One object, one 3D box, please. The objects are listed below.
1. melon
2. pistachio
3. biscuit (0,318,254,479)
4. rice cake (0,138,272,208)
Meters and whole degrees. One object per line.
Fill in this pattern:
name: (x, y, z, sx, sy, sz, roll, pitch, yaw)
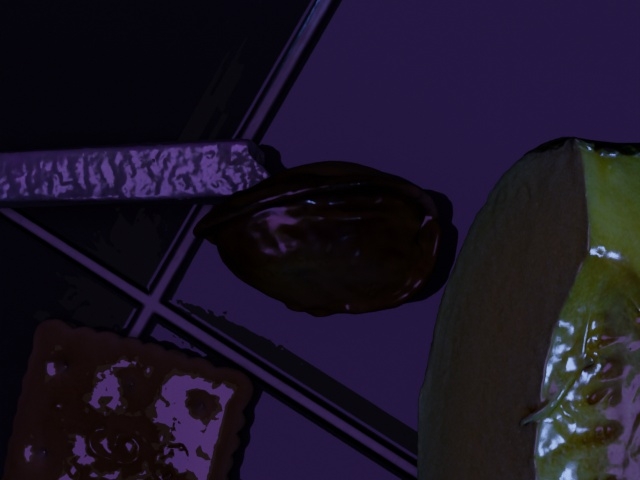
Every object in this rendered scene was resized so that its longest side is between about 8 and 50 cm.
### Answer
melon: (0.228, 0.103, 1.054, 0.331, 0.226, 0.344, -1, 76, 22)
pistachio: (0.000, 0.000, 1.123, 0.210, 0.165, 0.130, 7, 53, -19)
biscuit: (-0.193, 0.246, 1.223, 0.217, 0.044, 0.325, 15, 92, 11)
rice cake: (-0.208, -0.056, 1.216, 0.365, 0.072, 0.056, -2, 86, 12)
